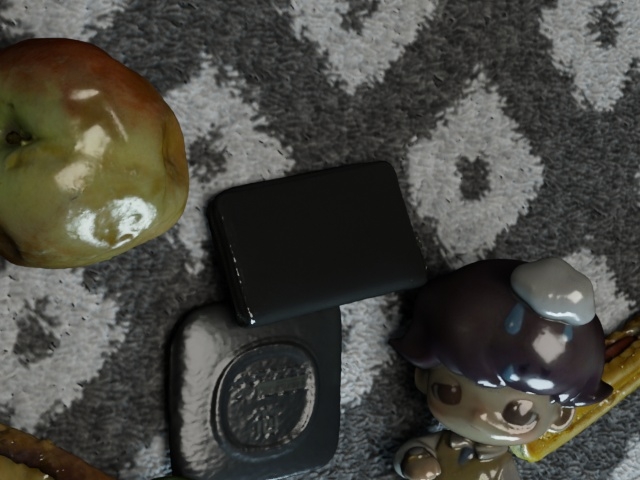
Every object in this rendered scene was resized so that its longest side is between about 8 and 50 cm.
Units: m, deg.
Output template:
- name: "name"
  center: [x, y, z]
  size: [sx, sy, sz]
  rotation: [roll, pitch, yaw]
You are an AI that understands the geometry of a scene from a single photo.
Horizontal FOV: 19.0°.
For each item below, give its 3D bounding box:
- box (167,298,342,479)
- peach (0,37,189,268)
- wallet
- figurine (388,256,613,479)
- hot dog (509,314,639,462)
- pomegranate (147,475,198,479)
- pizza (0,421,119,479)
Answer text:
- name: "box"
  center: [-0.064, 0.153, 1.975]
  size: [0.212, 0.042, 0.201]
  rotation: [-6, 99, -34]
- name: "peach"
  center: [-0.226, -0.068, 1.754]
  size: [0.235, 0.214, 0.214]
  rotation: [32, 76, -51]
- name: "wallet"
  center: [0.000, 0.000, 1.989]
  size: [0.250, 0.044, 0.149]
  rotation: [-14, 85, -34]
- name: "figurine"
  center: [0.165, 0.188, 2.052]
  size: [0.206, 0.218, 0.365]
  rotation: [28, 84, -54]
- name: "hot dog"
  center: [0.320, 0.163, 2.234]
  size: [0.289, 0.068, 0.083]
  rotation: [-31, 135, -33]
- name: "pomegranate"
  center: [-0.173, 0.320, 1.845]
  size: [0.248, 0.202, 0.202]
  rotation: [21, 82, -8]
- name: "pizza"
  center: [-0.211, 0.363, 1.734]
  size: [0.080, 0.392, 0.435]
  rotation: [-41, 132, -69]
